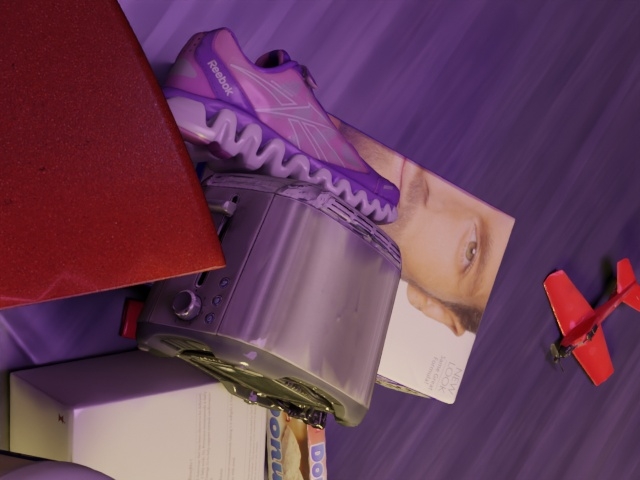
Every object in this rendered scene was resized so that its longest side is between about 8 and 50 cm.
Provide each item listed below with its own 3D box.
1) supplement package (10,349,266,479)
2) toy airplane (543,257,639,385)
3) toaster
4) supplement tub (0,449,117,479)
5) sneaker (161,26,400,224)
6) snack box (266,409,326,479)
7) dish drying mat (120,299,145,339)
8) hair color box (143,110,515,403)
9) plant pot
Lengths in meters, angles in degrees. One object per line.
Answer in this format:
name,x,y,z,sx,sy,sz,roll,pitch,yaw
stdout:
supplement package,-0.144,0.152,1.200,0.179,0.105,0.105,-7,107,-37
toy airplane,0.292,0.079,1.581,0.151,0.028,0.151,-6,100,-36
toaster,-0.025,0.045,1.120,0.227,0.129,0.146,35,69,-50
supplement tub,-0.241,0.248,0.975,0.235,0.324,0.236,-9,101,-55
sneaker,-0.025,-0.085,1.142,0.236,0.095,0.105,27,72,-34
snack box,-0.020,0.213,1.336,0.022,0.064,0.178,-10,103,-36
dish drying mat,-0.129,0.070,1.264,0.083,0.008,0.032,12,91,-38
hair color box,0.000,0.000,1.292,0.338,0.110,0.185,26,80,-39
plant pot,-0.256,-0.070,0.998,0.267,0.267,0.236,-11,93,-36
